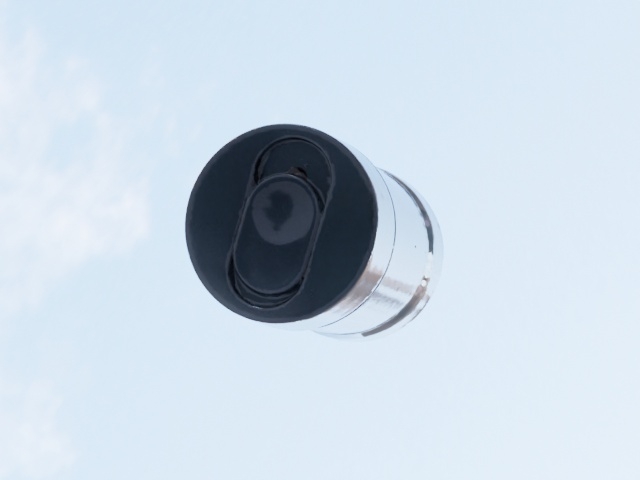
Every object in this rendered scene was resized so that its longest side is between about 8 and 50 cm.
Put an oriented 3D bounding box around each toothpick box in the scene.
[{"bbox_3d":[0.000,0.000,1.039,0.101,0.153,0.101,-2,-97,15],"label":"toothpick box"}]
